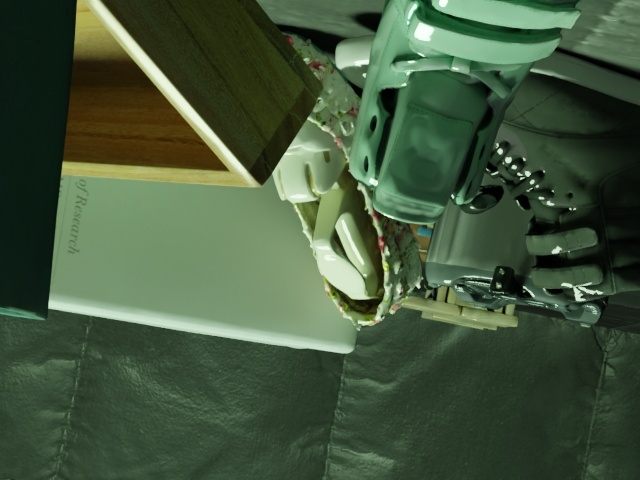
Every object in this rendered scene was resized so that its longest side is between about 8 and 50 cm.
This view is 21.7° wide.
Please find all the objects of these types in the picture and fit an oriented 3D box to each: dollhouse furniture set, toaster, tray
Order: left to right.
[{"bbox_3d":[-0.208,-0.128,0.906,0.411,0.076,0.203,5,145,44],"label":"tray"},{"bbox_3d":[0.146,0.023,1.834,0.129,0.129,0.184,12,175,-5],"label":"dollhouse furniture set"},{"bbox_3d":[0.157,-0.021,1.263,0.129,0.146,0.227,8,175,20],"label":"toaster"}]

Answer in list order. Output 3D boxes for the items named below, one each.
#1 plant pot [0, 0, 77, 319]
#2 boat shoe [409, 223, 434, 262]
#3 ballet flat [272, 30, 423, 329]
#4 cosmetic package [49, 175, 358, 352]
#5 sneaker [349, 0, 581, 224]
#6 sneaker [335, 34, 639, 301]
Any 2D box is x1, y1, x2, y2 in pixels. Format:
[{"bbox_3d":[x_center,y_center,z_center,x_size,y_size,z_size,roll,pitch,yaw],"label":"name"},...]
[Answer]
[{"bbox_3d":[-0.219,-0.114,0.589,0.293,0.235,0.293,10,175,1],"label":"plant pot"},{"bbox_3d":[0.000,0.000,1.943,0.324,0.120,0.122,11,175,6],"label":"boat shoe"},{"bbox_3d":[0.010,-0.034,1.173,0.091,0.077,0.241,-6,129,32],"label":"ballet flat"},{"bbox_3d":[-0.208,-0.027,1.285,0.453,0.161,0.230,11,175,-24],"label":"cosmetic package"},{"bbox_3d":[0.075,-0.082,0.775,0.094,0.151,0.256,13,173,-5],"label":"sneaker"},{"bbox_3d":[0.140,-0.042,1.088,0.296,0.147,0.104,14,176,-17],"label":"sneaker"}]
